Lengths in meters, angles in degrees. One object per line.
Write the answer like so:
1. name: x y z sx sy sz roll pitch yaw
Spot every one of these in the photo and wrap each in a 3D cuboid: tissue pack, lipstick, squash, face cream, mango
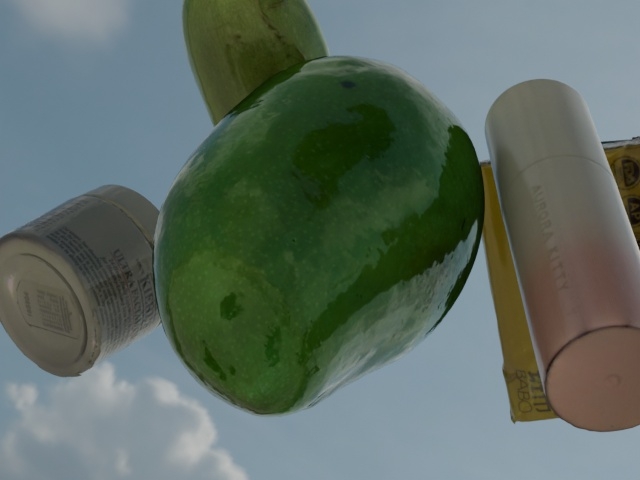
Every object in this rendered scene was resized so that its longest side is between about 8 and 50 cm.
1. tissue pack: 0.263 0.037 1.485 0.192 0.134 0.271 -8 -82 20
2. lipstick: 0.178 -0.002 1.078 0.087 0.327 0.087 -1 -56 -1
3. squash: -0.022 -0.074 1.319 0.118 0.118 0.370 -2 -60 34
4. face cream: -0.260 0.045 1.680 0.177 0.153 0.177 21 -53 31
5. mango: 0.000 0.000 1.099 0.201 0.382 0.225 -11 -66 26
